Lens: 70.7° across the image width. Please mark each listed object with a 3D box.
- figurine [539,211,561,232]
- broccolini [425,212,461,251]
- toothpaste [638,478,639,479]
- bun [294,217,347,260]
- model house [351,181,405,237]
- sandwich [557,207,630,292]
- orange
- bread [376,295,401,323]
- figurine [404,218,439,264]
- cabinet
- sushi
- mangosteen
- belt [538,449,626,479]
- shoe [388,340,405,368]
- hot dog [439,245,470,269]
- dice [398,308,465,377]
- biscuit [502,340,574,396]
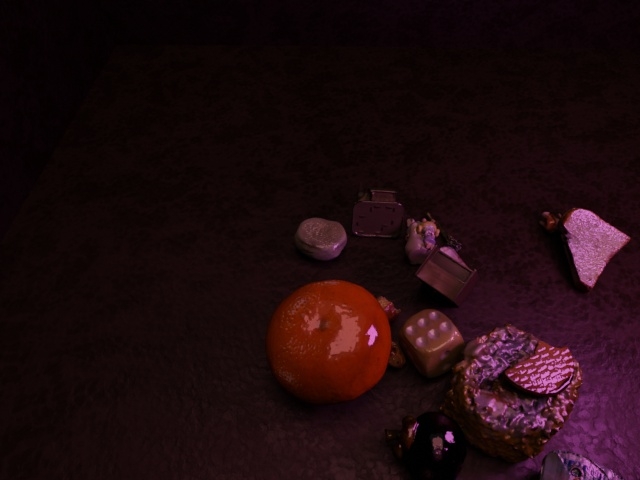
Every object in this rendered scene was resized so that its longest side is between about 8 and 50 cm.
[{"bbox_3d":[1.064,-0.063,1.949,0.195,0.111,0.102,1,35,6],"label":"figurine"},{"bbox_3d":[0.533,-0.040,1.966,0.051,0.054,0.239,-27,53,-1],"label":"broccolini"},{"bbox_3d":[1.057,0.832,1.283,0.077,0.066,0.320,-22,55,-15],"label":"toothpaste"},{"bbox_3d":[0.003,0.001,1.905,0.222,0.108,0.221,1,45,-1],"label":"bun"},{"bbox_3d":[0.253,-0.176,1.992,0.219,0.204,0.278,5,46,3],"label":"model house"},{"bbox_3d":[1.048,0.028,1.815,0.254,0.099,0.288,37,83,15],"label":"sandwich"},{"bbox_3d":[0.028,0.340,1.511,0.425,0.326,0.423,-5,62,10],"label":"orange"},{"bbox_3d":[0.229,0.280,1.672,0.086,0.156,0.125,37,88,30],"label":"bread"},{"bbox_3d":[0.419,-0.029,1.895,0.127,0.155,0.235,9,51,-4],"label":"figurine"},{"bbox_3d":[0.478,0.141,1.702,0.175,0.215,0.148,36,91,25],"label":"cabinet"},{"bbox_3d":[0.594,0.483,1.450,0.351,0.240,0.397,35,58,25],"label":"sushi"},{"bbox_3d":[0.313,0.621,1.373,0.250,0.211,0.211,13,54,23],"label":"mangosteen"},{"bbox_3d":[0.752,0.720,1.285,0.258,0.207,0.150,28,55,11],"label":"belt"},{"bbox_3d":[0.257,0.407,1.617,0.069,0.072,0.108,25,52,-30],"label":"shoe"},{"bbox_3d":[0.539,0.105,1.847,0.108,0.059,0.191,-30,63,-10],"label":"hot dog"},{"bbox_3d":[0.383,0.357,1.567,0.169,0.169,0.166,-30,43,-11],"label":"dice"},{"bbox_3d":[0.657,0.385,1.362,0.229,0.031,0.176,2,48,0],"label":"biscuit"}]
